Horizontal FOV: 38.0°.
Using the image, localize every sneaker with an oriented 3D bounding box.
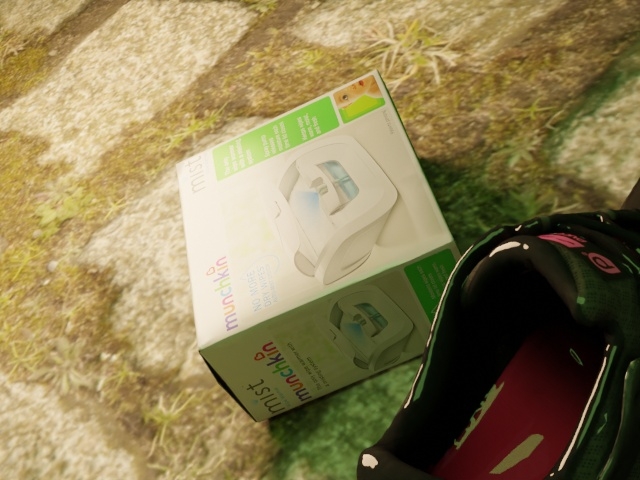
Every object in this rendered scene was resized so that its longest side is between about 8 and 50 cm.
[{"bbox_3d":[0.199,0.058,0.607,0.185,0.202,0.483,14,48,41],"label":"sneaker"}]

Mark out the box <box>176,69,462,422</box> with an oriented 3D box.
[{"bbox_3d":[0.000,0.000,0.868,0.231,0.127,0.262,-23,43,7],"label":"box"}]
